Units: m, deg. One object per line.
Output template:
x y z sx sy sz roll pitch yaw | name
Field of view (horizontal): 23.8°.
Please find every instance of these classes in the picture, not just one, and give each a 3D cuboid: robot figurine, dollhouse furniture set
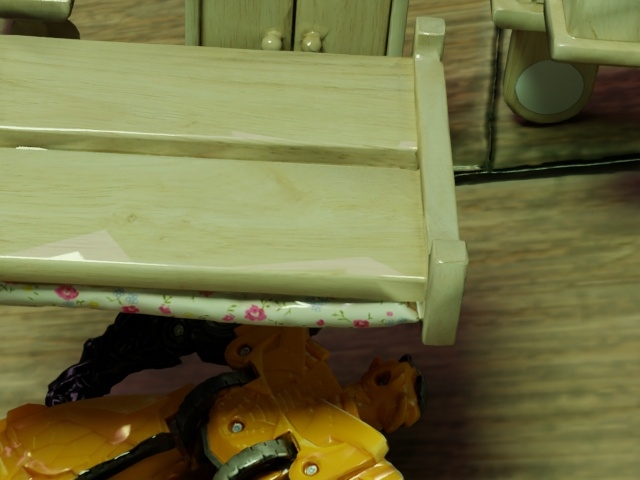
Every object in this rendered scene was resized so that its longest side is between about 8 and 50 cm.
-0.087 0.125 0.589 0.291 0.085 0.211 -25 42 -7 | robot figurine
0.000 0.000 0.610 0.303 0.173 0.355 3 43 -1 | dollhouse furniture set
